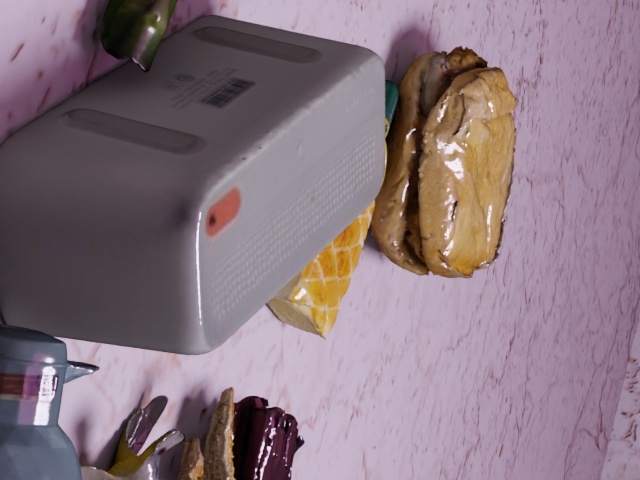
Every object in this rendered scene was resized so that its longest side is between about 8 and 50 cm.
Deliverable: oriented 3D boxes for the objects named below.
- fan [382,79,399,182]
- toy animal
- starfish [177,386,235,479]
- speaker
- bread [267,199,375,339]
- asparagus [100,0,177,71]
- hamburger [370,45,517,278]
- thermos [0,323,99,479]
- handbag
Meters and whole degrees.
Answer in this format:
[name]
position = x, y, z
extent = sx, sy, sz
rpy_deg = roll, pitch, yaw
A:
[fan]
position = 0.058, -0.120, 1.956
extent = 0.082, 0.039, 0.155
rpy_deg = 63, 42, -55
[toy animal]
position = -0.177, 0.238, 1.489
extent = 0.219, 0.095, 0.155
rpy_deg = -15, 109, -64
[starfish]
position = -0.122, 0.293, 1.562
extent = 0.299, 0.060, 0.302
rpy_deg = 124, -19, -59
[speaker]
position = -0.096, -0.056, 1.429
extent = 0.406, 0.184, 0.183
rpy_deg = -44, 139, -55
[bread]
position = 0.000, 0.001, 1.833
extent = 0.125, 0.068, 0.188
rpy_deg = 56, 49, -60
[asparagus]
position = -0.118, -0.269, 1.429
extent = 0.287, 0.080, 0.080
rpy_deg = -64, 154, -15
[hamburger]
position = 0.154, -0.095, 2.067
extent = 0.259, 0.144, 0.283
rpy_deg = 22, 83, -64
[thermos]
position = -0.264, 0.203, 1.227
extent = 0.182, 0.145, 0.287
rpy_deg = 8, 90, -34
[handbag]
position = -0.077, 0.272, 1.719
extent = 0.203, 0.074, 0.216
rpy_deg = 59, 40, -77
